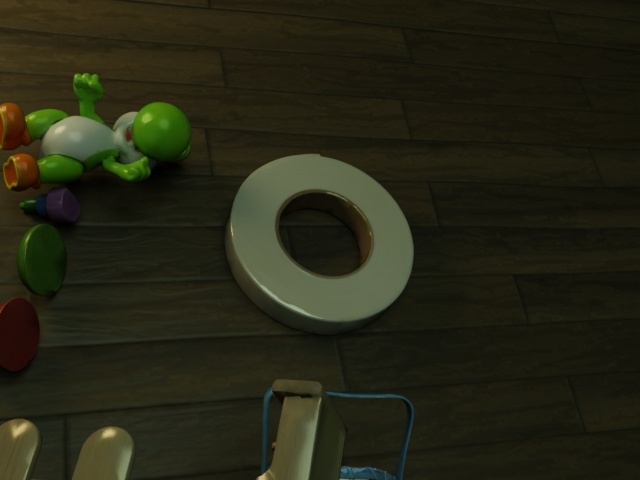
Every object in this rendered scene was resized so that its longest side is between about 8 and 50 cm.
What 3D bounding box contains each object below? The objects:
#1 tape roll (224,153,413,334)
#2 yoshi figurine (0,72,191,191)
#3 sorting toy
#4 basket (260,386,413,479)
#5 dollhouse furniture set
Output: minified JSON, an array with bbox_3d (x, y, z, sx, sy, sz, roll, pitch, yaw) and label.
[{"bbox_3d":[0.000,0.000,1.584,0.392,0.072,0.391,9,59,-15],"label":"tape roll"},{"bbox_3d":[-0.393,-0.193,1.442,0.362,0.203,0.203,-10,32,-34],"label":"yoshi figurine"},{"bbox_3d":[-0.536,0.055,1.359,0.126,0.127,0.365,-2,53,14],"label":"sorting toy"},{"bbox_3d":[0.016,0.384,1.261,0.255,0.201,0.288,9,88,-15],"label":"basket"},{"bbox_3d":[-0.187,0.330,1.054,0.395,0.362,0.256,1,57,16],"label":"dollhouse furniture set"}]
